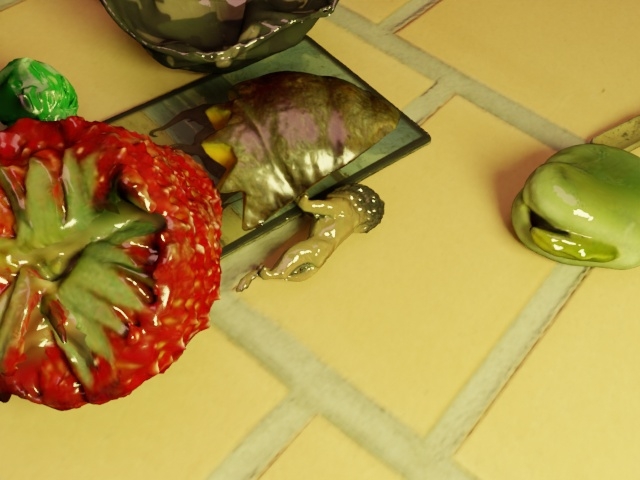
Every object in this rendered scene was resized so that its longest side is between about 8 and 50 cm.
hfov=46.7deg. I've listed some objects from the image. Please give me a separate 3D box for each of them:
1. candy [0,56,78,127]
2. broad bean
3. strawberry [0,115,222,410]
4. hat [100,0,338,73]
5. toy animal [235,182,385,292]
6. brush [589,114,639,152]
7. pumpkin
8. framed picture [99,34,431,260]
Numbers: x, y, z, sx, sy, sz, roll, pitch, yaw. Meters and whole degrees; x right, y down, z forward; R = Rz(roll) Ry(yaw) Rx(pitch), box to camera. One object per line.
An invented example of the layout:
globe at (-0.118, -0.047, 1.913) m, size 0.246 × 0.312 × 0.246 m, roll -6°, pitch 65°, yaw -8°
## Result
candy at (-0.258, -0.092, 0.849) m, size 0.323 × 0.097 × 0.097 m, roll 43°, pitch 58°, yaw 14°
broad bean at (0.327, -0.039, 0.857) m, size 0.227 × 0.100 × 0.169 m, roll -29°, pitch 67°, yaw -28°
strawberry at (-0.207, 0.012, 0.686) m, size 0.260 × 0.257 × 0.261 m, roll 0°, pitch 86°, yaw 3°
hat at (-0.138, -0.363, 1.039) m, size 0.365 × 0.258 × 0.382 m, roll 2°, pitch 11°, yaw -5°
toy animal at (-0.013, -0.012, 0.806) m, size 0.219 × 0.069 × 0.086 m, roll -37°, pitch 88°, yaw -27°
brush at (0.471, -0.162, 1.015) m, size 0.247 × 0.036 × 0.043 m, roll -27°, pitch 55°, yaw -18°
pumpkin at (-0.013, -0.139, 0.794) m, size 0.131 × 0.149 × 0.254 m, roll 56°, pitch 39°, yaw -15°
framed picture at (-0.067, -0.136, 0.935) m, size 0.347 × 0.016 × 0.265 m, roll -30°, pitch 60°, yaw -28°
